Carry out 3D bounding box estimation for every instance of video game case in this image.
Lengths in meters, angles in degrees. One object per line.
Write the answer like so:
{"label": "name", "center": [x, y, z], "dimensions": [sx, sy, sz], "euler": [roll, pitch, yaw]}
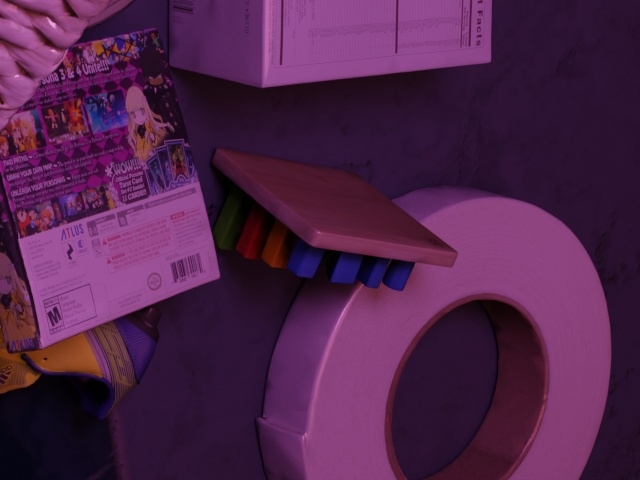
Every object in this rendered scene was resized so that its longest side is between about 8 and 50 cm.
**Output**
{"label": "video game case", "center": [-0.176, -0.044, 1.506], "dimensions": [0.232, 0.042, 0.210], "euler": [-23, 101, -56]}

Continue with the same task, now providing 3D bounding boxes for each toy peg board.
{"label": "toy peg board", "center": [0.000, 0.000, 1.680], "dimensions": [0.161, 0.160, 0.079], "euler": [8, 112, -41]}

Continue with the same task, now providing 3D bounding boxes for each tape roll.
{"label": "tape roll", "center": [0.116, 0.142, 1.863], "dimensions": [0.392, 0.072, 0.392], "euler": [-12, 110, -38]}

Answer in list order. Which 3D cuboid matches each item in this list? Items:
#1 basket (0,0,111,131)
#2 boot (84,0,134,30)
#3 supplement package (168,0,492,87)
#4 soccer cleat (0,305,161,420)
{"label": "basket", "center": [-0.287, -0.234, 1.164], "dimensions": [0.331, 0.266, 0.328], "euler": [30, 39, -20]}
{"label": "boot", "center": [-0.241, -0.231, 1.458], "dimensions": [0.236, 0.085, 0.178], "euler": [-23, 113, -33]}
{"label": "supplement package", "center": [0.011, -0.209, 1.639], "dimensions": [0.244, 0.134, 0.139], "euler": [-9, 107, -38]}
{"label": "soccer cleat", "center": [-0.243, 0.055, 1.527], "dimensions": [0.289, 0.093, 0.121], "euler": [31, 84, -41]}
